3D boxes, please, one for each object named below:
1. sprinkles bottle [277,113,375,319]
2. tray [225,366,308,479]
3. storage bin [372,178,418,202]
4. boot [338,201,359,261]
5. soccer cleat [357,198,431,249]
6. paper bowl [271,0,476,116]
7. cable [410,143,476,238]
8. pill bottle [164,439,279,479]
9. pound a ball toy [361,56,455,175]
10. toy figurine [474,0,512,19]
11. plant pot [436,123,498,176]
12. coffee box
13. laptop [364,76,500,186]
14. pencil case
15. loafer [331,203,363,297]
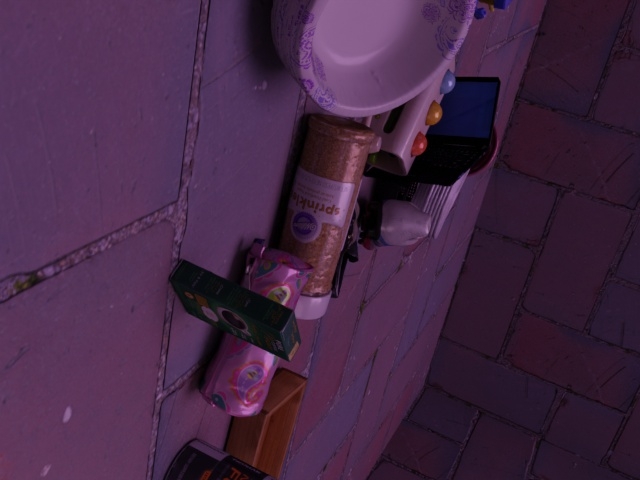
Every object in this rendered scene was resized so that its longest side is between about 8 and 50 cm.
[{"bbox_3d":[-0.005,-0.040,1.316,0.121,0.121,0.355,-26,134,-64],"label":"sprinkles bottle"},{"bbox_3d":[-0.148,0.495,1.589,0.203,0.076,0.411,-26,135,-65],"label":"tray"},{"bbox_3d":[0.204,-0.127,1.874,0.180,0.084,0.122,-36,143,-60],"label":"storage bin"},{"bbox_3d":[0.002,0.001,1.445,0.179,0.085,0.236,-58,158,-20],"label":"boot"},{"bbox_3d":[0.164,-0.029,1.645,0.331,0.143,0.116,-148,-114,-88],"label":"soccer cleat"},{"bbox_3d":[0.063,-0.327,1.035,0.284,0.148,0.284,-22,143,-18],"label":"paper bowl"},{"bbox_3d":[0.294,-0.130,1.800,0.257,0.089,0.257,-50,164,-50],"label":"cable"},{"bbox_3d":[-0.141,0.455,1.283,0.130,0.245,0.130,-55,158,-36],"label":"pill bottle"},{"bbox_3d":[0.179,-0.279,1.550,0.319,0.135,0.208,-65,162,-13],"label":"pound a ball toy"},{"bbox_3d":[0.345,-0.567,1.566,0.362,0.217,0.191,-48,153,-48],"label":"toy figurine"},{"bbox_3d":[0.396,-0.285,2.107,0.180,0.201,0.201,-57,165,-79],"label":"plant pot"},{"bbox_3d":[-0.118,0.101,1.050,0.040,0.184,0.113,-58,159,-26],"label":"coffee box"},{"bbox_3d":[0.248,-0.250,1.651,0.264,0.234,0.137,-41,126,-35],"label":"laptop"},{"bbox_3d":[-0.111,0.147,1.239,0.284,0.124,0.124,-70,162,5],"label":"pencil case"},{"bbox_3d":[0.050,0.022,1.608,0.223,0.078,0.076,-65,162,-15],"label":"loafer"}]
